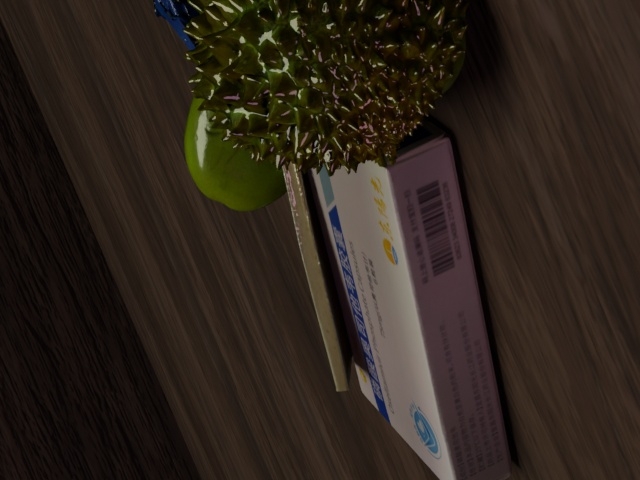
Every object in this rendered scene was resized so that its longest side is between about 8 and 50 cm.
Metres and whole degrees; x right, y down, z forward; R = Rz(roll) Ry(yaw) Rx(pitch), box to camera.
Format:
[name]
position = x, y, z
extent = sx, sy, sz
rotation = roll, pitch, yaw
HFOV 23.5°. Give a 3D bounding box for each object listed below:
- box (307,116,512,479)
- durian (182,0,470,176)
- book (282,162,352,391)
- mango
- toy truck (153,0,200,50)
[box]
position = 0.070, 0.035, 1.332
extent = 0.200, 0.065, 0.343
rotation = 45, 154, 55
[durian]
position = -0.006, -0.148, 1.106
extent = 0.176, 0.200, 0.237
rotation = 25, -172, -18
[book]
position = -0.001, 0.000, 1.449
extent = 0.170, 0.018, 0.242
rotation = -83, -18, -68
[mango]
position = -0.081, -0.107, 1.533
extent = 0.089, 0.117, 0.163
rotation = -115, 11, -62
[toy truck]
position = -0.079, -0.242, 1.344
extent = 0.126, 0.113, 0.208
rotation = 60, 164, 15
